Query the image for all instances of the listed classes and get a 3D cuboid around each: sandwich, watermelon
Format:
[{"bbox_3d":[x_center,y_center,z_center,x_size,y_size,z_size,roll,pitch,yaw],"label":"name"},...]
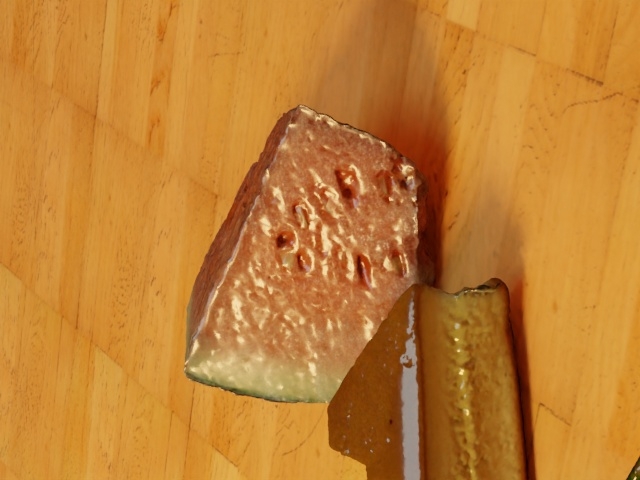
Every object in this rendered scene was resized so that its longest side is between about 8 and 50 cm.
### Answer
[{"bbox_3d":[0.086,0.146,1.269,0.128,0.122,0.235,1,94,51],"label":"sandwich"},{"bbox_3d":[0.000,0.000,1.347,0.139,0.193,0.256,-94,13,-60],"label":"watermelon"}]

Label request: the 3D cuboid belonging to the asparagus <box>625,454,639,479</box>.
[{"bbox_3d":[0.234,0.134,1.143,0.016,0.016,0.162,43,127,30],"label":"asparagus"}]
